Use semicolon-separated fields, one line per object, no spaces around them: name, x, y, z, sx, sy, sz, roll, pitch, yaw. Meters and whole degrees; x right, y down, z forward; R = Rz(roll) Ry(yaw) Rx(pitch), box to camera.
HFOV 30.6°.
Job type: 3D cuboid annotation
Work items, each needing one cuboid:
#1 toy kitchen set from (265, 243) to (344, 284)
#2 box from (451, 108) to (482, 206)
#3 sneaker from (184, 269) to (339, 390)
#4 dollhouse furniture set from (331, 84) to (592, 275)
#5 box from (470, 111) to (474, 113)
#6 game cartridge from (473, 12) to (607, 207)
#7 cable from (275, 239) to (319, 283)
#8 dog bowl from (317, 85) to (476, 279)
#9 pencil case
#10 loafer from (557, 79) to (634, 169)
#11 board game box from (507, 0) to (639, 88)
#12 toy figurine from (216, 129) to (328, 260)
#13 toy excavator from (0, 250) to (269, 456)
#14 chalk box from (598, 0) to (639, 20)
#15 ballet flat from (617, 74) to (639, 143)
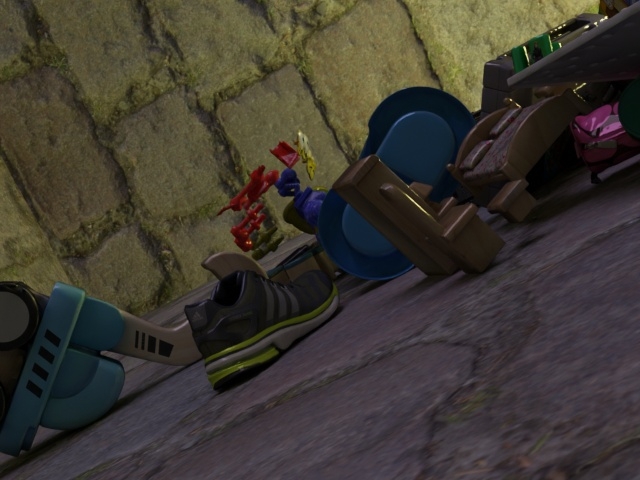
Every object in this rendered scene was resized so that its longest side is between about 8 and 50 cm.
toy kitchen set;-0.028;0.023;2.130;0.166;0.122;0.207;-25;5;45
box;0.287;-0.149;1.990;0.180;0.147;0.077;-27;4;25
sneaker;-0.073;0.086;1.570;0.111;0.121;0.300;-26;4;30
dollhouse furniture set;0.203;-0.145;1.467;0.355;0.174;0.303;-49;8;-9
box;0.266;-0.160;2.328;0.163;0.142;0.247;-27;3;10
game cartridge;0.346;-0.202;1.801;0.068;0.230;0.355;13;28;32
cable;-0.079;0.098;2.250;0.287;0.072;0.139;-40;20;6
dog bowl;0.116;-0.079;1.711;0.297;0.166;0.074;-61;-10;-3
pencil case;0.421;-0.153;1.471;0.209;0.095;0.098;-25;-9;27
loafer;0.418;-0.182;1.716;0.084;0.096;0.267;-47;-12;-21
board game box;0.463;-0.260;1.314;0.390;0.050;0.390;-8;-6;-20
toy figurine;0.000;0.000;1.883;0.191;0.217;0.362;-47;-15;-7
toy excavator;-0.349;0.172;1.925;0.222;0.445;0.433;172;118;-77
chalk box;0.718;-0.449;2.354;0.180;0.289;0.179;-27;-29;-8
ballet flat;0.492;-0.181;1.306;0.123;0.123;0.348;-31;4;-35
